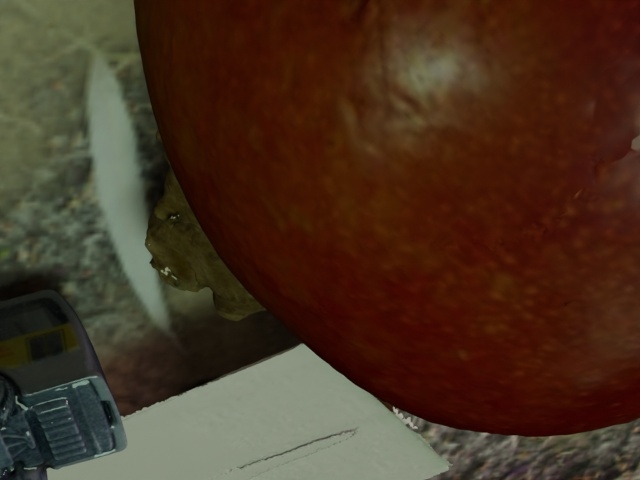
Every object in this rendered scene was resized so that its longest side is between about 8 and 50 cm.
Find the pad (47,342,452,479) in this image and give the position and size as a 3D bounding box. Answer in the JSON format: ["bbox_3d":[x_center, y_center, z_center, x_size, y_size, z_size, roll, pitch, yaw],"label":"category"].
[{"bbox_3d":[-0.067,0.119,0.853,0.232,0.004,0.156,-24,142,18],"label":"pad"}]

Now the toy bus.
[{"bbox_3d":[-0.181,0.080,0.754,0.190,0.075,0.064,-17,135,-5],"label":"toy bus"}]

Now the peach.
[{"bbox_3d":[0.067,-0.055,0.572,0.248,0.275,0.245,4,115,-19],"label":"peach"}]

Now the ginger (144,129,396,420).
[{"bbox_3d":[-0.007,0.008,0.773,0.133,0.059,0.214,-20,139,-15],"label":"ginger"}]
